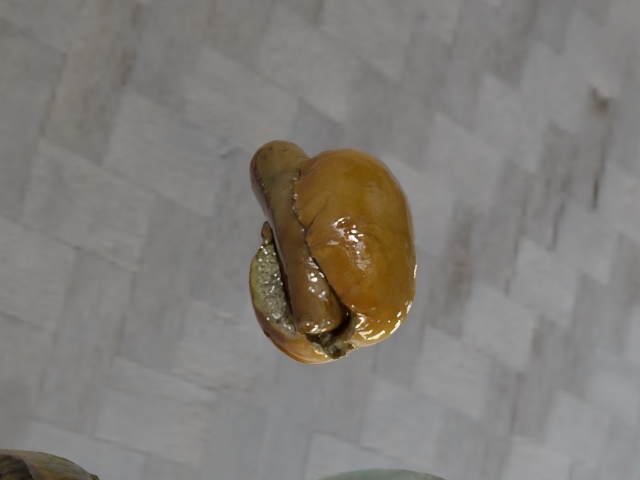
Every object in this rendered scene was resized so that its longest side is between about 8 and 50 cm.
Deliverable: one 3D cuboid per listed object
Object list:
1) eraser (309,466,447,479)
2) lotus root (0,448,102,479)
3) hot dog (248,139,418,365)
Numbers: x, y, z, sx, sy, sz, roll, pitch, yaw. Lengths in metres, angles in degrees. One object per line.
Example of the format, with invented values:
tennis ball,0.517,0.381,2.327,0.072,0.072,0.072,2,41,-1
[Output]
eraser,-0.044,0.258,1.314,0.189,0.290,0.104,2,67,-36
lotus root,-0.132,0.254,1.140,0.142,0.210,0.314,-46,122,-48
hot dog,0.001,-0.001,0.807,0.060,0.090,0.140,30,35,-23
